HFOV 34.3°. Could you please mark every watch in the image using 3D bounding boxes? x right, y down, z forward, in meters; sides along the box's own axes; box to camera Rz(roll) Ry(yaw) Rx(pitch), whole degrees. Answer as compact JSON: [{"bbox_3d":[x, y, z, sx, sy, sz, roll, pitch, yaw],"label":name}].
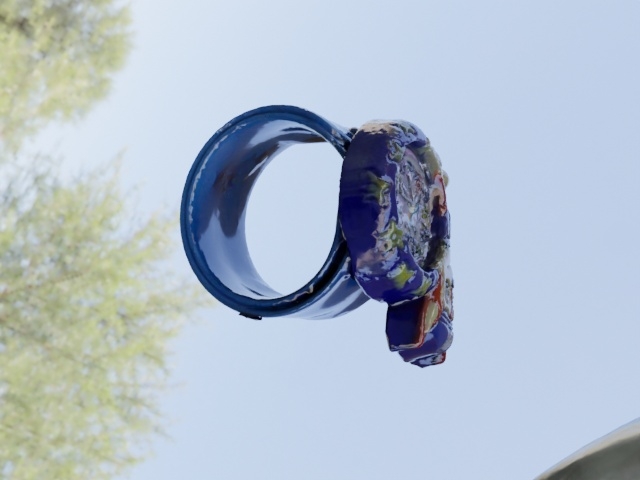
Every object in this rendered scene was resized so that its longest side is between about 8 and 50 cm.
[{"bbox_3d":[-0.002,-0.008,0.834,0.200,0.171,0.196,-1,-104,23],"label":"watch"}]

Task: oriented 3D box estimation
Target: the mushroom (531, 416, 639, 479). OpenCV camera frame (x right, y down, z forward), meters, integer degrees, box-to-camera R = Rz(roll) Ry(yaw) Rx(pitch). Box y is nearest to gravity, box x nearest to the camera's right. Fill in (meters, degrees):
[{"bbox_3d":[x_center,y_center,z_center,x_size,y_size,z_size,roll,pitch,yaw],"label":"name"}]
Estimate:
[{"bbox_3d":[0.263,0.155,0.690,0.328,0.159,0.122,-44,-110,32],"label":"mushroom"}]
